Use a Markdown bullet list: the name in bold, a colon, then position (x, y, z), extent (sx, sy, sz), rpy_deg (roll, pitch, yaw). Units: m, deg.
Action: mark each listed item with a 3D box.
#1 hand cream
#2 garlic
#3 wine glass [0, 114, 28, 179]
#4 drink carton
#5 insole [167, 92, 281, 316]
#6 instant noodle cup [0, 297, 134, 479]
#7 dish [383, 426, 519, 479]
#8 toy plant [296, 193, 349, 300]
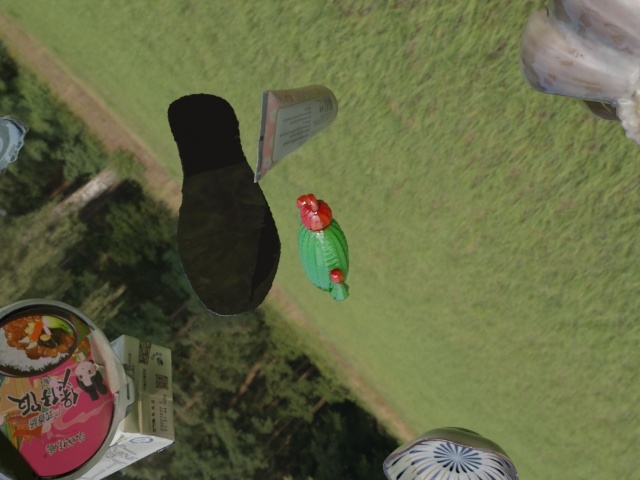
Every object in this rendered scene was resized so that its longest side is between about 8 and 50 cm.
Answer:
- **hand cream**: position (-0.022, -0.104, 0.584), extent (0.043, 0.067, 0.209), rpy_deg (12, -161, 9)
- **garlic**: position (0.346, -0.236, 0.772), extent (0.237, 0.210, 0.292), rpy_deg (10, -139, -20)
- **wine glass**: position (-0.339, -0.126, 0.565), extent (0.183, 0.122, 0.122), rpy_deg (43, 173, 6)
- **drink carton**: position (-0.436, 0.342, 1.308), extent (0.132, 0.325, 0.194), rpy_deg (30, -141, -45)
- **insole**: position (-0.089, -0.043, 0.601), extent (0.005, 0.086, 0.253), rpy_deg (101, 158, -54)
- **instant noodle cup**: position (-0.439, 0.227, 0.966), extent (0.302, 0.182, 0.258), rpy_deg (34, -135, -48)
- **dish**: position (0.183, 0.303, 0.914), extent (0.190, 0.191, 0.066), rpy_deg (48, -143, -18)
- **toy plant**: position (-0.002, -0.002, 1.210), extent (0.154, 0.088, 0.240), rpy_deg (-122, 11, -60)
